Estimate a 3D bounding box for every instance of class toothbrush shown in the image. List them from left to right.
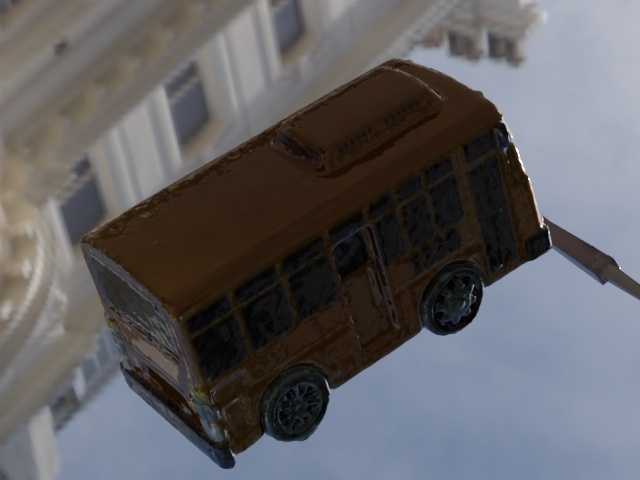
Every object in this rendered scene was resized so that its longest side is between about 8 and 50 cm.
[{"bbox_3d":[0.144,0.012,0.912,0.014,0.017,0.194,-40,-151,-4],"label":"toothbrush"}]

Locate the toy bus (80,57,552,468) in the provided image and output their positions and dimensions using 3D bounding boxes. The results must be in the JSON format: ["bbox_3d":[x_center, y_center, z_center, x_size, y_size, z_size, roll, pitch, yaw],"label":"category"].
[{"bbox_3d":[0.000,0.000,0.799,0.201,0.114,0.098,-32,-143,-21],"label":"toy bus"}]
